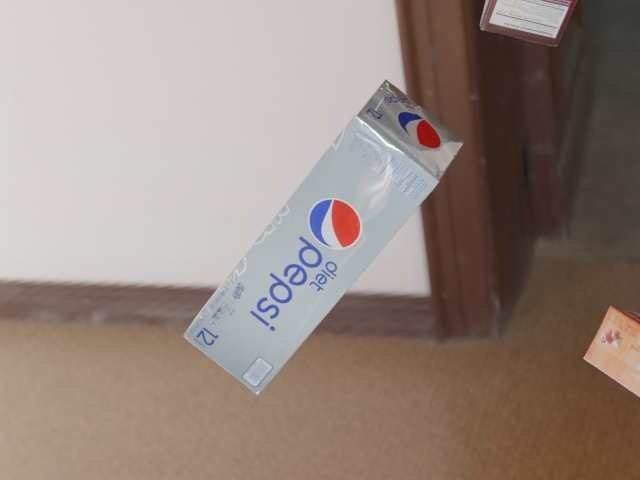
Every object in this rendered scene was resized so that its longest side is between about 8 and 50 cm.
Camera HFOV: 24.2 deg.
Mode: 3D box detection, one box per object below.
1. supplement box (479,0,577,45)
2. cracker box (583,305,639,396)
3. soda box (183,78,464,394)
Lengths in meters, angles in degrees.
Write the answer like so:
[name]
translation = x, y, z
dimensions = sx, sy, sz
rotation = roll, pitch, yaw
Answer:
[supplement box]
translation = 0.213, -0.283, 1.387
dimensions = 0.080, 0.188, 0.104
rotation = 13, 58, -1
[cracker box]
translation = 0.400, 0.144, 1.524
dimensions = 0.232, 0.067, 0.155
rotation = 13, 17, -45
[soda box]
translation = 0.000, 0.000, 1.304
dimensions = 0.091, 0.286, 0.098
rotation = 38, 30, -1
